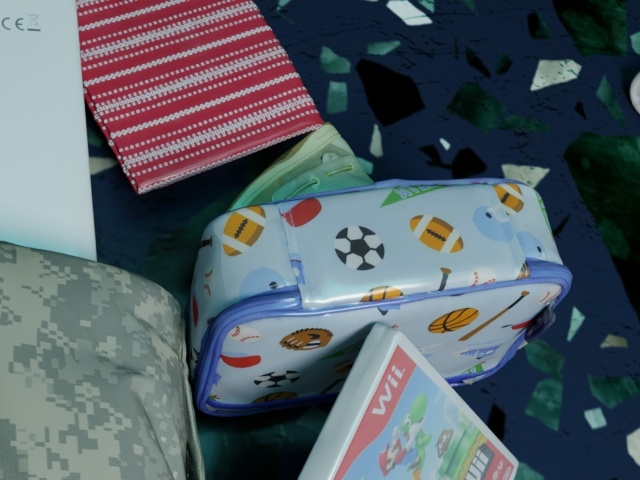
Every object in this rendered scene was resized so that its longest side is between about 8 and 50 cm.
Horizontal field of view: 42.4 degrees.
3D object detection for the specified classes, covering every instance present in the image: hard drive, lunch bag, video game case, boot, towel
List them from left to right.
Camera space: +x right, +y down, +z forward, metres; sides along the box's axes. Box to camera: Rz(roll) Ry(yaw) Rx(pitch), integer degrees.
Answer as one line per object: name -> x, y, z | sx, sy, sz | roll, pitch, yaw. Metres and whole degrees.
hard drive -> -0.306, -0.116, 0.685 | 0.210, 0.040, 0.318 | -2, 71, -23
lunch bag -> -0.197, 0.153, 0.525 | 0.256, 0.212, 0.305 | 0, 42, -18
towel -> -0.145, -0.186, 0.798 | 0.199, 0.031, 0.275 | -24, 72, -19
boot -> 0.000, 0.000, 0.780 | 0.165, 0.077, 0.213 | 44, 54, 0
lunch bag -> 0.043, 0.059, 0.681 | 0.303, 0.243, 0.115 | -3, 58, -17
video game case -> 0.065, 0.213, 0.627 | 0.285, 0.025, 0.204 | 48, 64, -47

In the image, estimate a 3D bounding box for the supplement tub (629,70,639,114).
supplement tub -> 0.447, -0.197, 1.036 | 0.107, 0.071, 0.071 | -28, 81, -28
